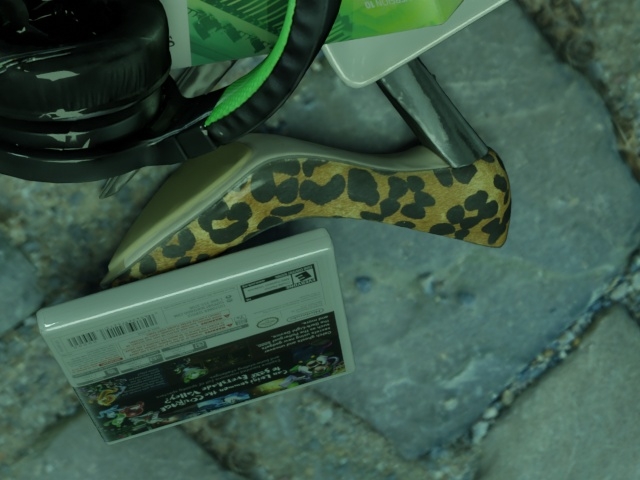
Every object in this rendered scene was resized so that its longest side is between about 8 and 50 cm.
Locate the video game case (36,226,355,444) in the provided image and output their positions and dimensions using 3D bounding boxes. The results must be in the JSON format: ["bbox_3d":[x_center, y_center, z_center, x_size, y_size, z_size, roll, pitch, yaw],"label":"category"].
[{"bbox_3d":[-0.076,0.069,0.902,0.190,0.022,0.173,-16,147,-4],"label":"video game case"}]

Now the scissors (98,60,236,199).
[{"bbox_3d":[-0.052,-0.147,0.854,0.297,0.021,0.109,-35,118,7],"label":"scissors"}]

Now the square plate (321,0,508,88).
[{"bbox_3d":[0.081,-0.317,0.768,0.344,0.049,0.347,-30,112,2],"label":"square plate"}]

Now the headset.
[{"bbox_3d":[-0.181,-0.124,0.702,0.394,0.185,0.243,-14,118,28],"label":"headset"}]

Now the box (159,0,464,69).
[{"bbox_3d":[-0.077,-0.246,0.705,0.232,0.058,0.322,-4,125,35],"label":"box"}]

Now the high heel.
[{"bbox_3d":[0.000,0.000,0.892,0.261,0.093,0.186,-38,116,1],"label":"high heel"}]
